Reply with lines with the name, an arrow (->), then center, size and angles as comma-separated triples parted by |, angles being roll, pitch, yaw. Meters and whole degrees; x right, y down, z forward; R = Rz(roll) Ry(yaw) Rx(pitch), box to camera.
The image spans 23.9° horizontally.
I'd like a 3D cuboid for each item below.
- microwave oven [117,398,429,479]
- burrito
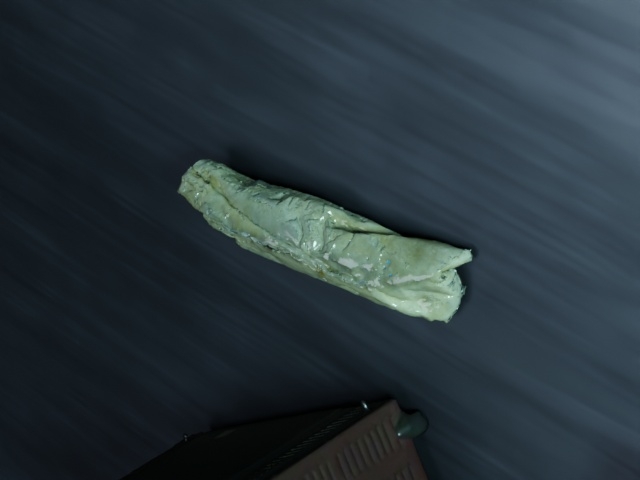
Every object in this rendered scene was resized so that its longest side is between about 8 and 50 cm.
microwave oven -> -0.037, 0.239, 1.127 | 0.247, 0.178, 0.188 | -17, 100, 45
burrito -> -0.001, -0.001, 1.063 | 0.229, 0.063, 0.058 | 19, 83, 24
